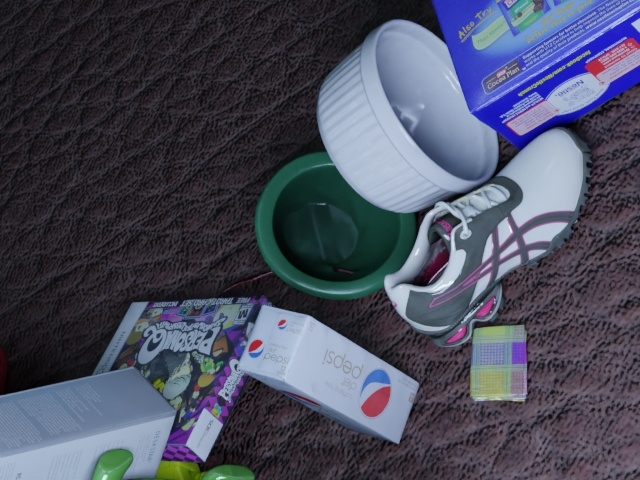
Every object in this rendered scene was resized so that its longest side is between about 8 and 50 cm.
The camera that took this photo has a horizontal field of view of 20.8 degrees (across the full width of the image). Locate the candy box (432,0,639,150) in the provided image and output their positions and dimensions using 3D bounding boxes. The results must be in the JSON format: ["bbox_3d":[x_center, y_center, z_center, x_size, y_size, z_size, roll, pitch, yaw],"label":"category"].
[{"bbox_3d":[0.261,-0.301,1.919,0.268,0.122,0.317,-31,52,23],"label":"candy box"}]

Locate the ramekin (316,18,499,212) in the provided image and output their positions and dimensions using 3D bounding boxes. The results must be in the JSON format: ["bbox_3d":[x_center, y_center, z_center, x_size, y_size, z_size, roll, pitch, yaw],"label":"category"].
[{"bbox_3d":[0.090,-0.128,1.912,0.109,0.207,0.207,-31,50,34],"label":"ramekin"}]

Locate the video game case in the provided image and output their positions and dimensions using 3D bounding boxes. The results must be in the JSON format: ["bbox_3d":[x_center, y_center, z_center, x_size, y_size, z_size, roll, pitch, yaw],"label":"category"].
[{"bbox_3d":[-0.179,0.160,2.025,0.232,0.042,0.210,-4,49,43],"label":"video game case"}]

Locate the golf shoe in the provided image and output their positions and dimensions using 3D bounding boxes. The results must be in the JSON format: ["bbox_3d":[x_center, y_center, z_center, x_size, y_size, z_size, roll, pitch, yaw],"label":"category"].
[{"bbox_3d":[0.180,-0.014,1.833,0.273,0.120,0.105,-53,45,1],"label":"golf shoe"}]

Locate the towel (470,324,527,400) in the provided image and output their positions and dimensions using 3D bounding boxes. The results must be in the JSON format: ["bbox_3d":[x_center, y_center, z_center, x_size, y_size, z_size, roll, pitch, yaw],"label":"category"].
[{"bbox_3d":[0.186,0.129,1.814,0.060,0.009,0.083,-4,64,15],"label":"towel"}]

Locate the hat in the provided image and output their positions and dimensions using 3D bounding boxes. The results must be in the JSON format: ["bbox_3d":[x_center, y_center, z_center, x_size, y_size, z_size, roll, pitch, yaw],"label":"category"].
[{"bbox_3d":[0.000,0.000,2.033,0.208,0.183,0.173,14,75,0],"label":"hat"}]

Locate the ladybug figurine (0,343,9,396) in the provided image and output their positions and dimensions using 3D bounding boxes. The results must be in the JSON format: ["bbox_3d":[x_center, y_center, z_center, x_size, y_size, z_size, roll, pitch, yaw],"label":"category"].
[{"bbox_3d":[-0.472,0.266,2.108,0.162,0.305,0.449,3,72,0],"label":"ladybug figurine"}]

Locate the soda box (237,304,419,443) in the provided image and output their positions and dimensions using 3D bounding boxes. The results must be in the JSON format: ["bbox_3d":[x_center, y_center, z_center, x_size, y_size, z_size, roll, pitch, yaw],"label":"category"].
[{"bbox_3d":[0.013,0.141,1.812,0.069,0.216,0.074,11,75,40],"label":"soda box"}]

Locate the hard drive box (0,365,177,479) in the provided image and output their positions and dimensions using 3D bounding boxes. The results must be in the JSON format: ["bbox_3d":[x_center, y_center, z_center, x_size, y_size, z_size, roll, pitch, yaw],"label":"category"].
[{"bbox_3d":[-0.287,0.249,1.859,0.089,0.232,0.181,41,124,34],"label":"hard drive box"}]

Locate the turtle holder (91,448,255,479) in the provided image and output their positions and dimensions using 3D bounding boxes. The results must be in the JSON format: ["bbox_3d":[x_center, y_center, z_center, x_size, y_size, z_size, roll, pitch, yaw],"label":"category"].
[{"bbox_3d":[-0.187,0.376,1.788,0.243,0.320,0.227,39,124,38],"label":"turtle holder"}]

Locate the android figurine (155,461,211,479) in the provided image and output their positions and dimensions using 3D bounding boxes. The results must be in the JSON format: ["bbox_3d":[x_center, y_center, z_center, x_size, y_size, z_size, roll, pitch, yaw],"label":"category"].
[{"bbox_3d":[-0.230,0.322,2.017,0.273,0.056,0.248,-16,58,32],"label":"android figurine"}]
